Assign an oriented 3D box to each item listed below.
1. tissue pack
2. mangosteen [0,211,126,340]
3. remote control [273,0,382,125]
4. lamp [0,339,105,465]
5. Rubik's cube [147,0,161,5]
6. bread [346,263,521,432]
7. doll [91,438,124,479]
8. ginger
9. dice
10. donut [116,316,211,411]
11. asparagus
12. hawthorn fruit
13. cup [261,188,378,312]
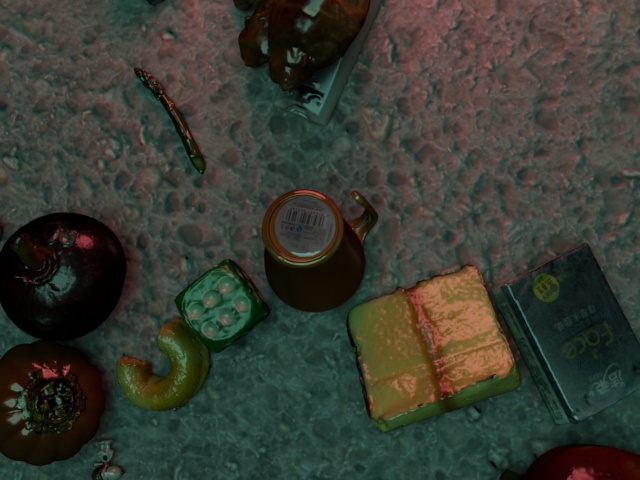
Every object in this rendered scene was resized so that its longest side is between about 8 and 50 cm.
[{"bbox_3d":[0.423,0.157,1.641,0.185,0.081,0.257,-24,85,-20],"label":"tissue pack"},{"bbox_3d":[-0.466,0.053,1.703,0.236,0.261,0.235,-4,71,12],"label":"mangosteen"},{"bbox_3d":[0.021,-0.369,1.752,0.109,0.055,0.313,24,92,8],"label":"remote control"},{"bbox_3d":[-0.495,0.288,1.736,0.223,0.196,0.223,5,80,-29],"label":"lamp"},{"bbox_3d":[-0.299,-0.499,1.781,0.092,0.092,0.092,-25,85,7],"label":"Rubik's cube"},{"bbox_3d":[0.184,0.178,1.654,0.263,0.198,0.236,-20,78,5],"label":"bread"},{"bbox_3d":[-0.400,0.411,1.799,0.058,0.040,0.085,-22,90,-6],"label":"doll"},{"bbox_3d":[-0.047,-0.430,1.681,0.274,0.152,0.357,-21,71,26],"label":"ginger"},{"bbox_3d":[-0.173,0.116,1.727,0.128,0.120,0.131,-36,86,0],"label":"dice"},{"bbox_3d":[-0.286,0.237,1.770,0.181,0.078,0.146,-34,83,8],"label":"donut"},{"bbox_3d":[-0.273,-0.228,1.803,0.034,0.027,0.236,-31,85,-5],"label":"asparagus"},{"bbox_3d":[0.437,0.448,1.579,0.307,0.265,0.265,30,93,26],"label":"hawthorn fruit"},{"bbox_3d":[0.000,0.000,1.652,0.226,0.264,0.182,-38,76,-6],"label":"cup"}]
